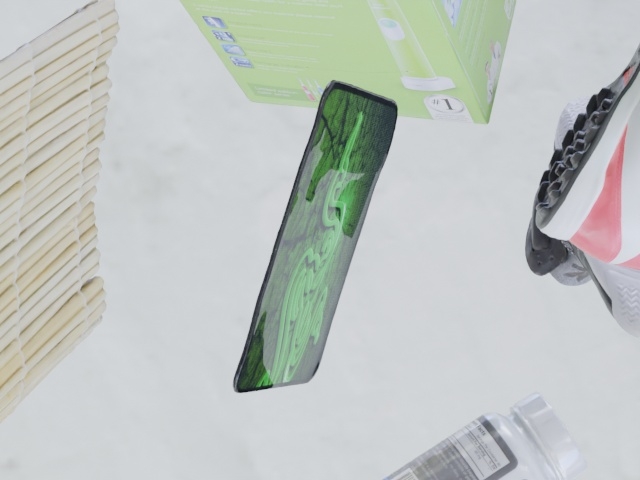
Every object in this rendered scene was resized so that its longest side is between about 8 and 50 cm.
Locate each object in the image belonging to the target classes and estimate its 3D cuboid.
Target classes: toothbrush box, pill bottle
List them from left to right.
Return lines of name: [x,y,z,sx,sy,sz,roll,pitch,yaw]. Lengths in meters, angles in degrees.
toothbrush box: [0.011,-0.206,1.421,0.206,0.283,0.122,6,-110,21]
pill bottle: [0.110,0.167,1.330,0.137,0.078,0.078,-32,-129,-4]

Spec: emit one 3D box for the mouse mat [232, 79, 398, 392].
mouse mat: [0.000,0.000,1.160,0.007,0.152,0.189,20,-85,17]

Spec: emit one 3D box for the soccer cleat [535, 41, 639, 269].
soccer cleat: [0.275,-0.111,1.379,0.318,0.116,0.108,-59,-172,30]

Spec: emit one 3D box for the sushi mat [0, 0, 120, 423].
sushi mat: [-0.130,0.019,0.677,0.019,0.316,0.151,8,-69,12]

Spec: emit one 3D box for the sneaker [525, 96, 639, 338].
sneaker: [0.257,0.009,1.723,0.153,0.101,0.268,107,-19,-46]
